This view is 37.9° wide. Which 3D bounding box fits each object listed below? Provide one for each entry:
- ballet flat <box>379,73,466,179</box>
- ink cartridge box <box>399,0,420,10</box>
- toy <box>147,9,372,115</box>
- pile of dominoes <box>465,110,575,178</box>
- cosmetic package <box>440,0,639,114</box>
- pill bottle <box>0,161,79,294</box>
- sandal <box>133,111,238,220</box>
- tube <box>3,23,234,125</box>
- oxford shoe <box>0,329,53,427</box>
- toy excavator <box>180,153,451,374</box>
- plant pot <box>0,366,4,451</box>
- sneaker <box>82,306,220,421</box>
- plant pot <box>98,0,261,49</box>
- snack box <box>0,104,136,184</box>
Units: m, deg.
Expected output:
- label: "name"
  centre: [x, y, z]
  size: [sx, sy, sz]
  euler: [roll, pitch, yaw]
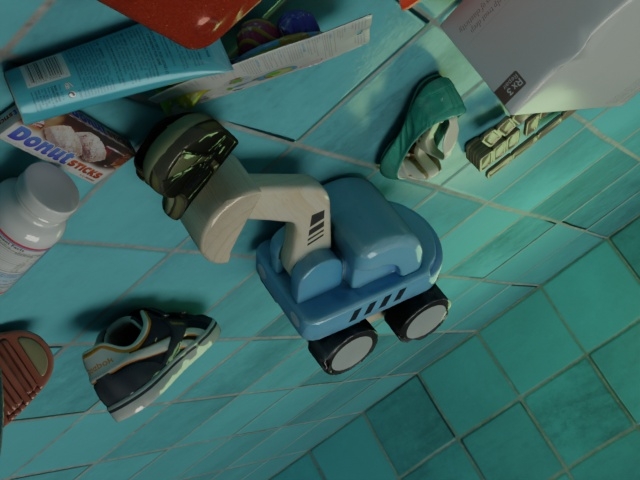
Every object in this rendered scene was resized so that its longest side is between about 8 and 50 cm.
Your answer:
- label: "ballet flat"
  centre: [0.152, -0.141, 1.389]
  size: [0.083, 0.087, 0.247]
  euler: [-22, 158, -24]
- label: "ink cartridge box"
  centre: [0.201, -0.378, 0.914]
  size: [0.308, 0.091, 0.385]
  euler: [-31, 158, 1]
- label: "toy"
  centre: [-0.066, -0.200, 0.982]
  size: [0.237, 0.056, 0.137]
  euler: [-23, -179, 2]
- label: "pile of dominoes"
  centre: [0.359, -0.219, 1.601]
  size: [0.251, 0.040, 0.196]
  euler: [-38, 159, -4]
- label: "cosmetic package"
  centre: [0.351, -0.287, 1.187]
  size: [0.217, 0.156, 0.385]
  euler: [-45, 160, 32]
- label: "pill bottle"
  centre: [-0.332, -0.013, 1.006]
  size: [0.160, 0.087, 0.087]
  euler: [-38, 159, 29]
- label: "sandal"
  centre: [-0.158, -0.100, 1.035]
  size: [0.120, 0.086, 0.303]
  euler: [-52, 180, -8]
- label: "tube"
  centre: [-0.192, -0.168, 0.888]
  size: [0.207, 0.080, 0.052]
  euler: [-21, 180, -14]
- label: "oxford shoe"
  centre: [-0.562, 0.242, 1.291]
  size: [0.397, 0.140, 0.146]
  euler: [-29, -169, -17]
- label: "toy excavator"
  centre: [0.000, 0.000, 1.403]
  size: [0.433, 0.222, 0.445]
  euler: [-22, 144, -22]
- label: "plant pot"
  centre: [-0.544, 0.177, 0.875]
  size: [0.341, 0.341, 0.334]
  euler: [-41, 149, 25]
- label: "sneaker"
  centre: [-0.264, 0.161, 1.488]
  size: [0.126, 0.127, 0.321]
  euler: [-32, -175, 19]
- label: "plant pot"
  centre: [-0.104, -0.273, 0.529]
  size: [0.267, 0.235, 0.267]
  euler: [-38, 158, 17]
- label: "snack box"
  centre: [-0.267, -0.107, 0.986]
  size: [0.064, 0.022, 0.178]
  euler: [-33, 160, 10]
